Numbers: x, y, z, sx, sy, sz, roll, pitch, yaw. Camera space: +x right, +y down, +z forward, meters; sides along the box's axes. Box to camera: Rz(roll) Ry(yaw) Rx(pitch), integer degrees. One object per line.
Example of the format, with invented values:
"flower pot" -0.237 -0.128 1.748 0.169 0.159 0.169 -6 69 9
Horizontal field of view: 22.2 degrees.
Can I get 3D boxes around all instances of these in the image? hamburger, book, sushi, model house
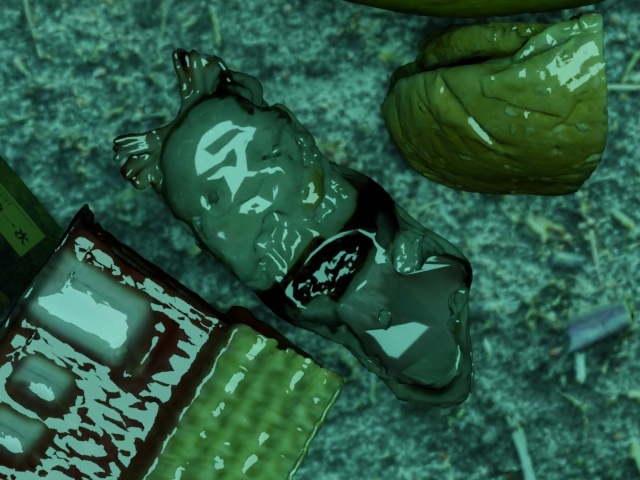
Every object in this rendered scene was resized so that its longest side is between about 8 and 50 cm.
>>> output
"hamburger" 0.131 -0.091 1.151 0.155 0.208 0.135 -8 94 -6
"book" -0.272 -0.010 1.119 0.024 0.228 0.160 -37 96 27
"sushi" 0.000 0.000 1.180 0.332 0.130 0.124 39 89 -6
"model house" -0.113 0.123 1.159 0.254 0.160 0.196 33 88 -5

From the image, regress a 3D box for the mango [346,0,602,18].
"mango" 0.110 -0.267 1.134 0.365 0.253 0.182 -5 131 3
